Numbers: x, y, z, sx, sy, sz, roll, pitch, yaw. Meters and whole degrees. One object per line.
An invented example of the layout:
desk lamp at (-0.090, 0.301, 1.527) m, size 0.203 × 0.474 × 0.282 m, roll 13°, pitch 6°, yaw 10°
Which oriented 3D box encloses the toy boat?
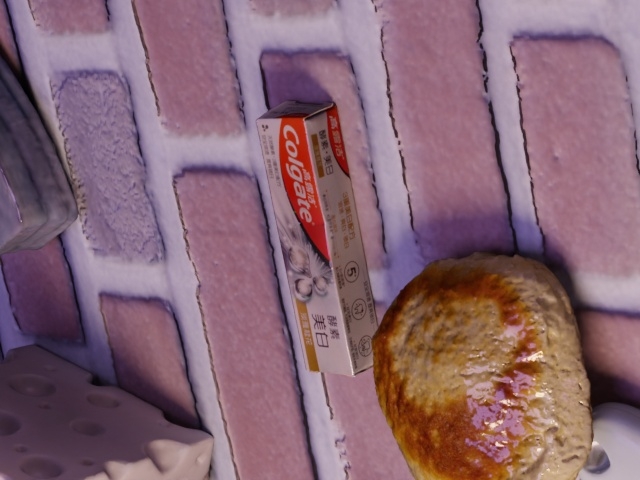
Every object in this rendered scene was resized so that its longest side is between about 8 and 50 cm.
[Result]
toy boat at (-0.323, -0.116, 1.759) m, size 0.127 × 0.078 × 0.283 m, roll -36°, pitch 86°, yaw 48°

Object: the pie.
pie at (0.118, 0.112, 1.456) m, size 0.179 × 0.084 × 0.205 m, roll -13°, pitch 85°, yaw 53°

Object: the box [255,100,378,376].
box at (0.000, 0.000, 1.555) m, size 0.055 × 0.039 × 0.218 m, roll 6°, pitch 114°, yaw 41°

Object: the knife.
knife at (0.321, 0.204, 1.377) m, size 0.331 × 0.044 × 0.080 m, roll 24°, pitch 121°, yaw 28°

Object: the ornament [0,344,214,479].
ornament at (-0.274, 0.259, 1.750) m, size 0.239 × 0.240 × 0.239 m, roll 24°, pitch 111°, yaw 32°
